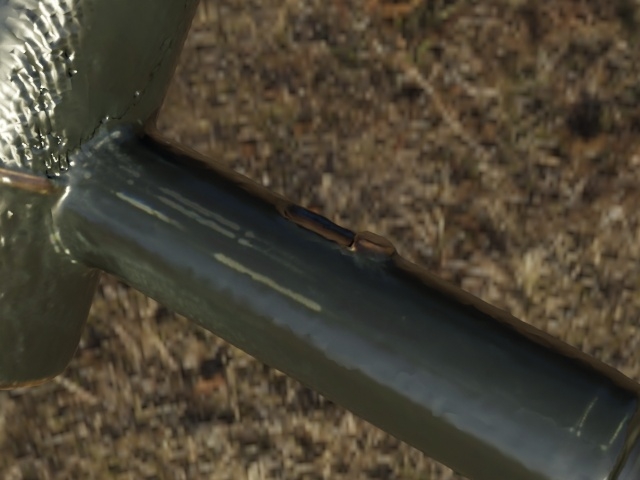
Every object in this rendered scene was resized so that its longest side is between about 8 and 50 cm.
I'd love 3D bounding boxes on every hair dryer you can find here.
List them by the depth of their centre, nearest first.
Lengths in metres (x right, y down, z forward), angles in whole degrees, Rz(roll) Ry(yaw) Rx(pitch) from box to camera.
[{"bbox_3d":[0.000,0.000,0.613,0.352,0.189,0.107,27,19,17],"label":"hair dryer"}]
